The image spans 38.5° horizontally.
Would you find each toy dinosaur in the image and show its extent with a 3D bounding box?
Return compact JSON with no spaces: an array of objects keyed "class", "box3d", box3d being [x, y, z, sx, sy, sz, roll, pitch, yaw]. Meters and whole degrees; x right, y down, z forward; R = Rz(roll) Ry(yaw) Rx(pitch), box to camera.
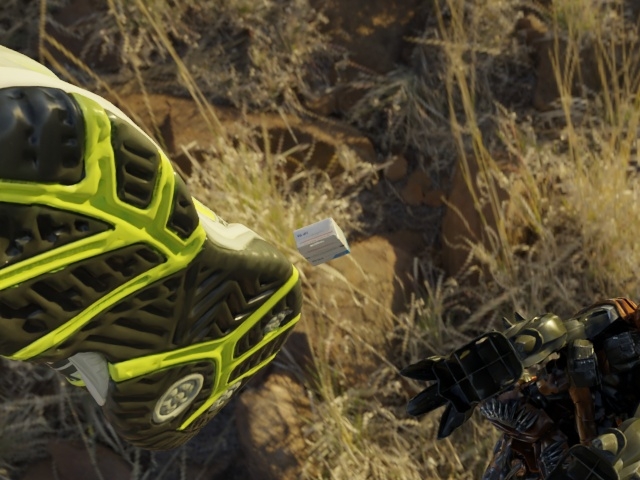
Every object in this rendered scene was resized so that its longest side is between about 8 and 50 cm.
[{"class":"toy dinosaur","box3d":[0.190,0.099,0.653,0.218,0.321,0.164,-18,39,-39]}]

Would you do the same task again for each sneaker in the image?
[{"class":"sneaker","box3d":[-0.120,0.005,0.509,0.147,0.384,0.145,39,76,25]}]

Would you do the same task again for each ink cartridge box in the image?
[{"class":"ink cartridge box","box3d":[0.000,0.000,1.037,0.048,0.083,0.028,-21,71,7]}]
